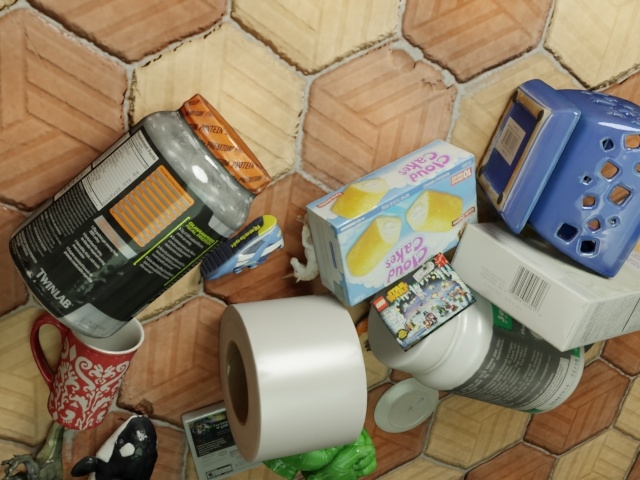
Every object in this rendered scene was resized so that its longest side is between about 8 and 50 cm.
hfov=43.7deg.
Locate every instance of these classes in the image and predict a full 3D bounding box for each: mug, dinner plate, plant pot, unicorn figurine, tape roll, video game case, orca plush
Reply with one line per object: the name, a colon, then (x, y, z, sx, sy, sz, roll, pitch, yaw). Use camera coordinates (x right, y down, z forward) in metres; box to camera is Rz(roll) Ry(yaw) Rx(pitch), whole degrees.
mug: (-0.359, 0.184, 1.212, 0.113, 0.150, 0.169, -22, 143, -57)
dinner plate: (0.172, 0.329, 1.572, 0.141, 0.017, 0.141, -12, 124, -18)
plant pot: (0.384, -0.115, 1.243, 0.212, 0.236, 0.236, 17, 112, -10)
unicorn figurine: (0.000, 0.000, 1.260, 0.161, 0.060, 0.111, -25, 125, -5)
tape roll: (-0.051, 0.212, 1.257, 0.169, 0.246, 0.246, -5, 122, -21)
video game case: (-0.142, 0.351, 1.445, 0.190, 0.022, 0.173, -16, 126, -13)
orca plush: (-0.349, 0.429, 1.335, 0.287, 0.102, 0.151, -47, 141, 9)

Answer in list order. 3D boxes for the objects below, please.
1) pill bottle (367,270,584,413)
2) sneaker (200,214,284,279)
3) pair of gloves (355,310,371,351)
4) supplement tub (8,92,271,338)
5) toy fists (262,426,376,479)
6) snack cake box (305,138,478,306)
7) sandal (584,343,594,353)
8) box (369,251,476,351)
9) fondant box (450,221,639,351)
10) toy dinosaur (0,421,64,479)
pill bottle: (0.273, 0.175, 1.400, 0.361, 0.204, 0.204, 19, 111, -32)
sneaker: (-0.118, 0.023, 1.229, 0.144, 0.053, 0.059, -33, 130, 0)
pair of gloves: (0.094, 0.162, 1.435, 0.074, 0.010, 0.083, -46, 129, 7)
supplement tub: (-0.231, -0.035, 1.055, 0.316, 0.194, 0.193, -39, 127, 4)
toy fists: (0.008, 0.384, 1.470, 0.142, 0.096, 0.279, -52, 133, -1)
snack cake box: (0.118, -0.031, 1.240, 0.264, 0.089, 0.152, -28, 127, -22)
sandal: (0.508, 0.120, 1.571, 0.097, 0.054, 0.255, -11, 115, -25)
box: (0.158, 0.095, 1.232, 0.137, 0.094, 0.027, -36, 161, 3)
fondant box: (0.407, 0.058, 1.310, 0.330, 0.238, 0.096, -3, 121, -43)
toy dinosaur: (-0.463, 0.375, 1.296, 0.118, 0.064, 0.268, -2, 121, -41)
